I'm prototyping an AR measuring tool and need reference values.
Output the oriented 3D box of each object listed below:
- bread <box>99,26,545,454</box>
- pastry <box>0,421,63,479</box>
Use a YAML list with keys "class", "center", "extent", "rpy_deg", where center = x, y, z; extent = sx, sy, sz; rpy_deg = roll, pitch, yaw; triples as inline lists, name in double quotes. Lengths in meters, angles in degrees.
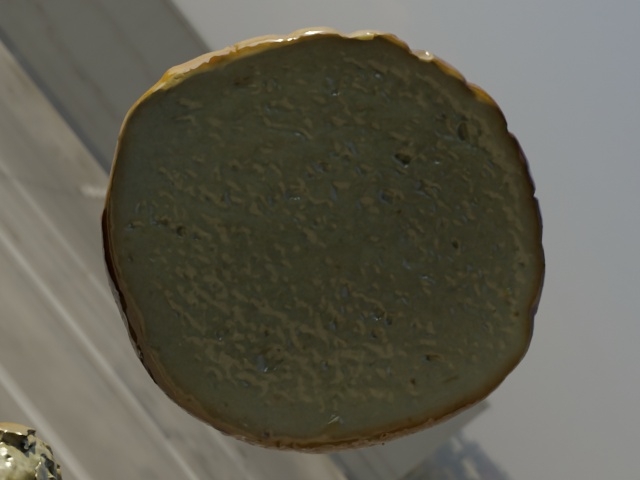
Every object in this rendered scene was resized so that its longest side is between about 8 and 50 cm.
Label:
- class: "bread"
  center: [0.000, 0.000, 0.808]
  extent: [0.236, 0.236, 0.070]
  rpy_deg: [52, 0, -6]
- class: "pastry"
  center: [-0.227, 0.182, 0.989]
  extent: [0.081, 0.153, 0.153]
  rpy_deg: [38, -4, 8]
